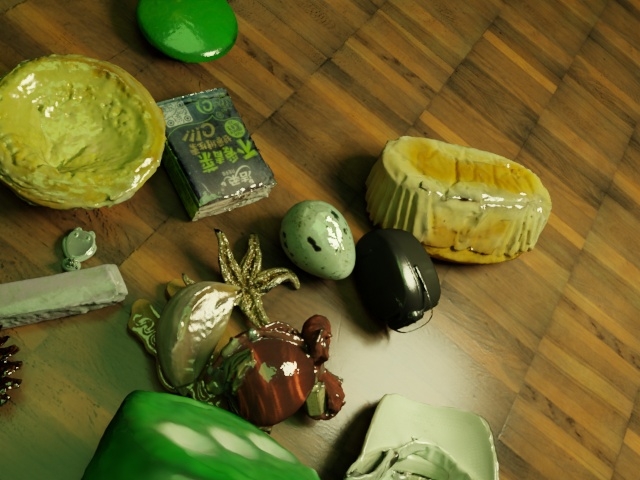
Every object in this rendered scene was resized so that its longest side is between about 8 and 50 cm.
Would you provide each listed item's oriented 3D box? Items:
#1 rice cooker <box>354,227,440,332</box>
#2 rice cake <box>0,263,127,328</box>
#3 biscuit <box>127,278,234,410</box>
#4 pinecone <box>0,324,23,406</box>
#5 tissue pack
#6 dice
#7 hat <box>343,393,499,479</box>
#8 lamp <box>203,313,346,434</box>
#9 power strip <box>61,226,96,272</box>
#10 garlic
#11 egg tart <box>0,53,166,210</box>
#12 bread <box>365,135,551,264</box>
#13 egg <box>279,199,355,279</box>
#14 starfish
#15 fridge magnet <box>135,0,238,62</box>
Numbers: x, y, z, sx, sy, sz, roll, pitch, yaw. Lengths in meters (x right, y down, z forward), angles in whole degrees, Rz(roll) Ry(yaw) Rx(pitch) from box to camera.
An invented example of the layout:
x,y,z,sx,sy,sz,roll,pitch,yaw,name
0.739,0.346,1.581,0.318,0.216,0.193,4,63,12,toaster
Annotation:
x,y,z,sx,sy,sz,roll,pitch,yaw,name
0.145,0.072,1.172,0.118,0.142,0.203,-15,77,-39,rice cooker
-0.485,0.100,0.945,0.365,0.056,0.073,-10,66,-26,rice cake
-0.217,0.181,1.035,0.144,0.040,0.236,-33,79,-26,biscuit
-0.487,0.186,0.865,0.140,0.140,0.121,-39,112,-32,pinecone
-0.212,-0.169,1.176,0.173,0.073,0.235,-23,77,-29,tissue pack
-0.168,0.376,0.767,0.297,0.300,0.287,26,85,-8,dice
0.163,0.400,1.042,0.258,0.168,0.301,16,36,3,hat
-0.067,0.224,0.982,0.223,0.215,0.151,-6,32,-4,lamp
-0.406,0.013,1.034,0.055,0.035,0.083,19,58,-13,power strip
-0.208,0.139,0.987,0.101,0.087,0.195,29,63,-16,garlic
-0.422,-0.175,1.066,0.315,0.120,0.315,8,66,-19,egg tart
0.282,-0.074,1.292,0.388,0.183,0.236,14,47,-9,bread
0.000,0.000,1.149,0.164,0.131,0.131,42,58,5,egg
-0.133,0.085,1.102,0.213,0.057,0.238,-16,80,-34,starfish
-0.273,-0.449,1.275,0.208,0.088,0.208,9,62,-18,fridge magnet
